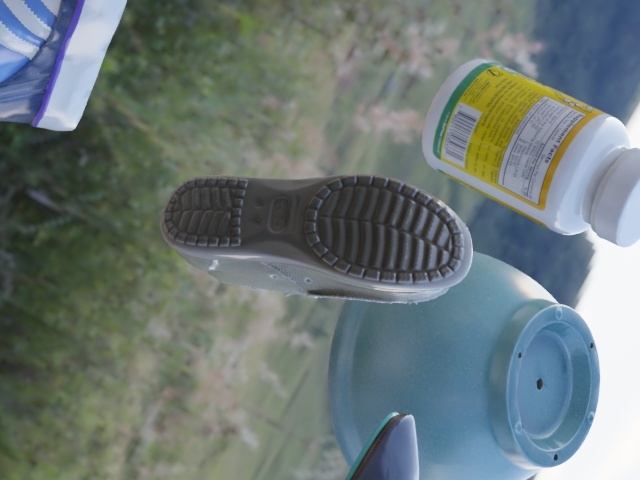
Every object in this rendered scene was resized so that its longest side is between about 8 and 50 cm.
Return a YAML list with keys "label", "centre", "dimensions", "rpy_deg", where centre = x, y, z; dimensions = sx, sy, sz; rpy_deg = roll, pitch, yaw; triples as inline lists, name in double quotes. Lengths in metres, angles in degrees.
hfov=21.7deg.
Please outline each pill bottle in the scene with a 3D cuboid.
- label: "pill bottle"
  centre: [0.206, -0.076, 1.516]
  dimensions: [0.117, 0.208, 0.118]
  rpy_deg: [-38, 143, -35]

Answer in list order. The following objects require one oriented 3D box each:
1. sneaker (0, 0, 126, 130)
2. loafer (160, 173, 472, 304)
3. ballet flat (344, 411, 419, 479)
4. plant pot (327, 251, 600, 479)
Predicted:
- label: "sneaker"
  centre: [-0.258, -0.211, 1.185]
  dimensions: [0.323, 0.236, 0.130]
  rpy_deg: [118, -22, -47]
- label: "loafer"
  centre: [0.000, 0.000, 1.430]
  dimensions: [0.092, 0.268, 0.102]
  rpy_deg: [68, 34, -65]
- label: "ballet flat"
  centre: [0.025, 0.213, 1.102]
  dimensions: [0.203, 0.074, 0.074]
  rpy_deg: [-57, 179, -3]
- label: "plant pot"
  centre: [0.177, 0.149, 1.807]
  dimensions: [0.196, 0.293, 0.293]
  rpy_deg: [2, -129, 42]
